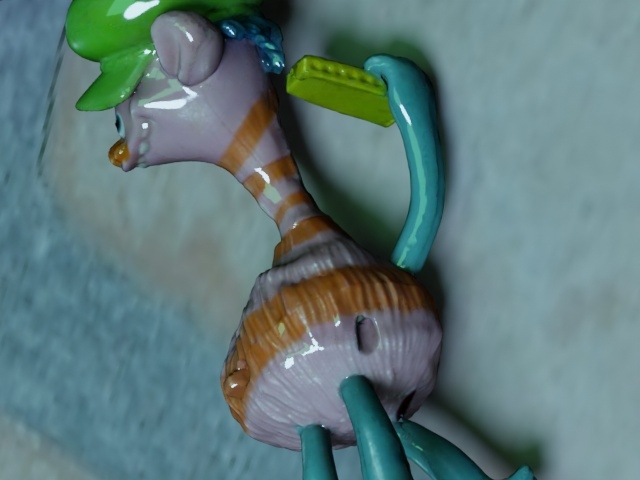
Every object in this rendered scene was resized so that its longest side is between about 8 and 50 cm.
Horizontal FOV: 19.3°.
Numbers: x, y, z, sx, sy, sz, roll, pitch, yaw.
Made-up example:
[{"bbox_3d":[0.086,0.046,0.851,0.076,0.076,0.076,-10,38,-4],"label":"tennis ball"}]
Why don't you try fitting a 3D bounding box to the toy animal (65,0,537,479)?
[{"bbox_3d":[0.000,0.000,0.577,0.103,0.100,0.208,-27,69,7],"label":"toy animal"}]
